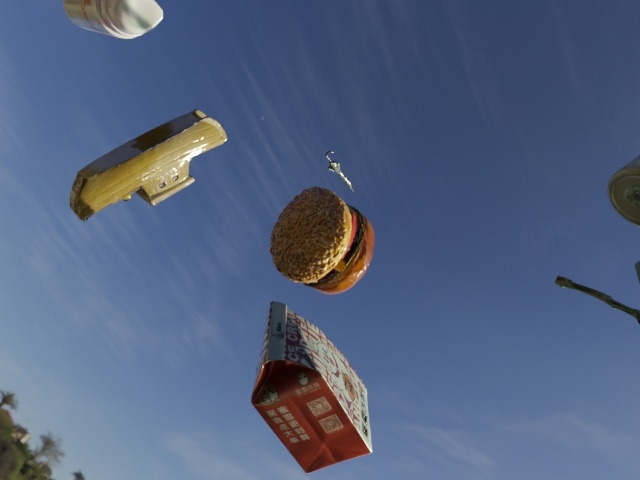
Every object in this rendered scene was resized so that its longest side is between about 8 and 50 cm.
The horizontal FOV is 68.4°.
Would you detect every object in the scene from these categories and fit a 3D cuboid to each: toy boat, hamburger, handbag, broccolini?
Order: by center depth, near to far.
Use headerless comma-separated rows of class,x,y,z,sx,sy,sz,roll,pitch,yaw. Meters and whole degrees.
handbag,-0.030,0.262,0.872,0.150,0.171,0.298,-25,-66,13
toy boat,-0.320,-0.137,0.900,0.089,0.321,0.122,32,-32,34
broccolini,0.625,0.140,0.997,0.254,0.071,0.058,26,-40,24
hamburger,0.000,0.000,1.542,0.329,0.330,0.250,-12,-35,43

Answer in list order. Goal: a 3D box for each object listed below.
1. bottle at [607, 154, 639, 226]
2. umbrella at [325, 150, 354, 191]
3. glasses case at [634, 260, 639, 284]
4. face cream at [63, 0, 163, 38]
bottle,0.582,-0.121,0.757,0.110,0.233,0.110,51,-17,22
umbrella,0.063,-0.234,1.653,0.044,0.044,0.269,-25,-31,9
glasses case,0.917,0.054,1.230,0.039,0.078,0.184,19,-37,-8
face cream,-0.422,-0.463,0.943,0.345,0.101,0.102,31,-37,45
